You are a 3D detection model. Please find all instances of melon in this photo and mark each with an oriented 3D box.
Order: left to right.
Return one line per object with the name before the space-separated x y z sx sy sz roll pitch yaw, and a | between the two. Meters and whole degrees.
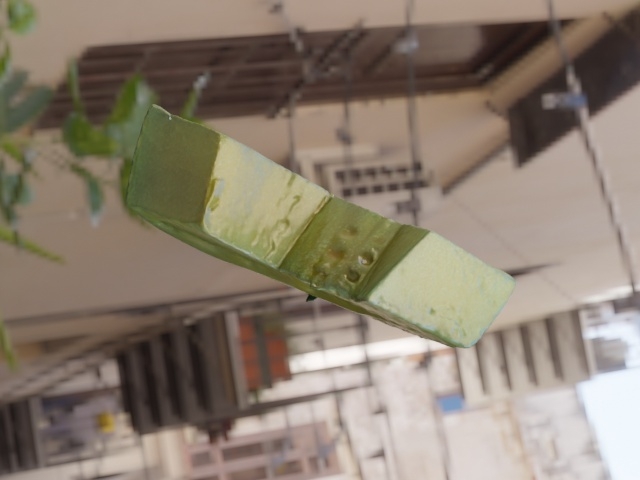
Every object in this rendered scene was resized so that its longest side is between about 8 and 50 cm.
melon | 0.000 0.000 0.912 0.209 0.118 0.064 23 -99 29
